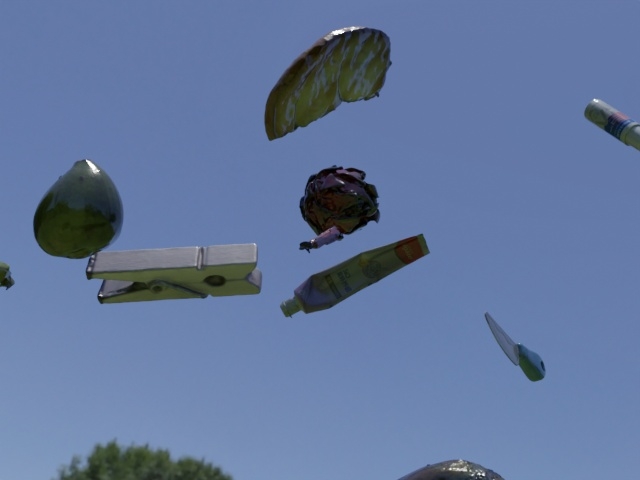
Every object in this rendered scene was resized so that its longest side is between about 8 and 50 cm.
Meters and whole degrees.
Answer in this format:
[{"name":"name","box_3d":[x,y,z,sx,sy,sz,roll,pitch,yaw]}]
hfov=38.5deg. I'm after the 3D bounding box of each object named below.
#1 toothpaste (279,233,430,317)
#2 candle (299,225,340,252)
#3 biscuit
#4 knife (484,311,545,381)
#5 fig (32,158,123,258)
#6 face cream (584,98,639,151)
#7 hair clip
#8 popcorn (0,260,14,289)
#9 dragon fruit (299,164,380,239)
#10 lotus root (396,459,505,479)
[{"name":"toothpaste","box_3d":[0.064,0.067,1.722,0.301,0.048,0.075,-26,-62,-1]},{"name":"candle","box_3d":[0.001,0.001,1.483,0.021,0.026,0.167,-9,7,19]},{"name":"biscuit","box_3d":[0.016,-0.277,1.544,0.045,0.299,0.154,28,-50,33]},{"name":"knife","box_3d":[0.328,0.186,1.548,0.032,0.058,0.244,-16,-33,27]},{"name":"fig","box_3d":[-0.543,-0.070,2.051,0.203,0.225,0.203,-6,-8,-1]},{"name":"face cream","box_3d":[0.412,-0.151,1.243,0.034,0.130,0.034,-15,-52,-20]},{"name":"hair clip","box_3d":[-0.282,0.068,1.791,0.331,0.085,0.101,-2,-54,4]},{"name":"popcorn","box_3d":[-0.632,0.056,1.338,0.326,0.321,0.290,31,-32,37]},{"name":"dragon fruit","box_3d":[0.045,-0.088,2.125,0.189,0.182,0.182,-26,-38,17]},{"name":"lotus root","box_3d":[0.116,0.368,1.088,0.275,0.152,0.160,-35,-72,14]}]
